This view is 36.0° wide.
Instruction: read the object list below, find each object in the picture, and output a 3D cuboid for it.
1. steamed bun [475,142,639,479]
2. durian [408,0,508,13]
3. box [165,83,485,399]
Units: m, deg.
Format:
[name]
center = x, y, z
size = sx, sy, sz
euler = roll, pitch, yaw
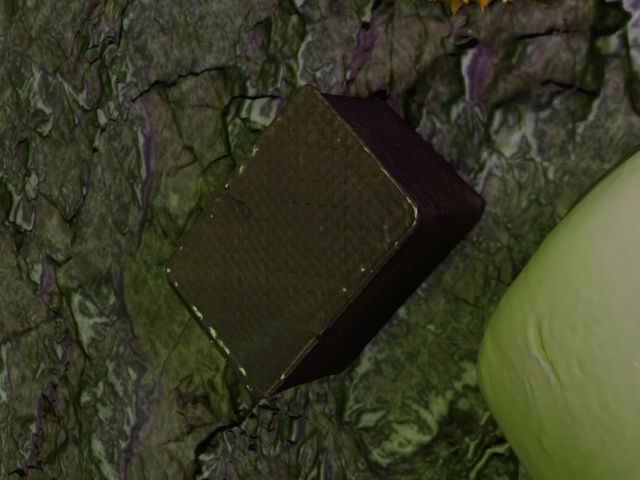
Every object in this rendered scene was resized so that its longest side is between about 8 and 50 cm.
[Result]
[steamed bun]
center = 0.299, 0.097, 0.650
size = 0.371, 0.290, 0.455
euler = 52, 142, 22
[durian]
center = 0.153, -0.310, 0.873
size = 0.341, 0.112, 0.191
euler = -4, 90, 31
[box]
center = -0.002, 0.000, 0.984
size = 0.184, 0.143, 0.273
euler = 49, 118, 20
